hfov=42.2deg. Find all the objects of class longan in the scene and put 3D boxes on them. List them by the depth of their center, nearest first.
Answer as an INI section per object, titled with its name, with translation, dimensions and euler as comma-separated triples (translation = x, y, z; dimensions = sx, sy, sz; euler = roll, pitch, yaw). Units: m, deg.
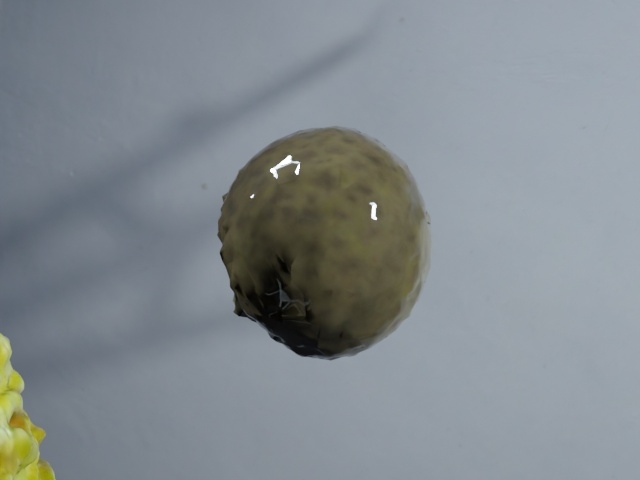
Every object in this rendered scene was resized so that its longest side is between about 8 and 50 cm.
[longan]
translation = 0.000, 0.000, 1.401
dimensions = 0.391, 0.391, 0.391
euler = 6, 105, 23

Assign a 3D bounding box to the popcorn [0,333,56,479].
[popcorn]
translation = -0.363, 0.193, 0.812
dimensions = 0.173, 0.225, 0.286
euler = -13, 141, 4
